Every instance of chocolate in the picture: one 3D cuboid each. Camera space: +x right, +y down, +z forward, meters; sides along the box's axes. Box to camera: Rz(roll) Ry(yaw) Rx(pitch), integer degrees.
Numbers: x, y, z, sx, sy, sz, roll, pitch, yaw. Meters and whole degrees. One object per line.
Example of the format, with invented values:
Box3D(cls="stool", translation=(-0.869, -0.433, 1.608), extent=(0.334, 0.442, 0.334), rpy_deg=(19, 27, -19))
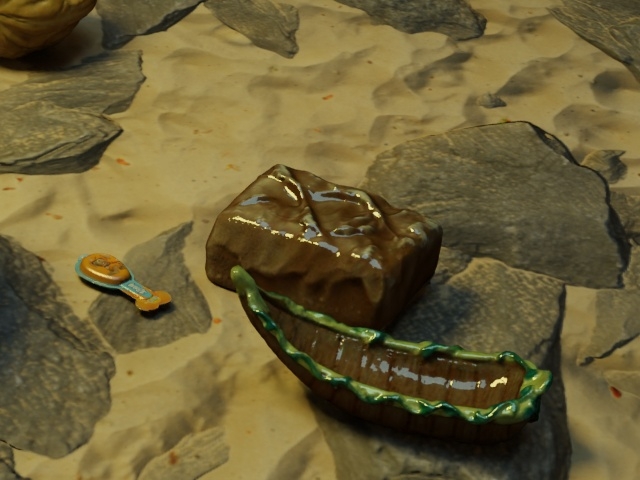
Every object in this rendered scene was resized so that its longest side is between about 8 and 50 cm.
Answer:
Box3D(cls="chocolate", translation=(0.000, 0.000, 1.527), extent=(0.214, 0.093, 0.148), rpy_deg=(21, 33, 19))

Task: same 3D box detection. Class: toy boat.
Box3D(cls="toy boat", translation=(0.051, 0.107, 1.371), extent=(0.293, 0.099, 0.108), rpy_deg=(18, 31, 2))

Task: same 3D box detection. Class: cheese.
Box3D(cls="cheese", translation=(-0.190, 0.038, 1.495), extent=(0.111, 0.017, 0.047), rpy_deg=(29, 40, 29))

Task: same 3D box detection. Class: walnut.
Box3D(cls="walnut", translation=(-0.342, -0.299, 1.863), extent=(0.155, 0.155, 0.184), rpy_deg=(22, 38, 21))
